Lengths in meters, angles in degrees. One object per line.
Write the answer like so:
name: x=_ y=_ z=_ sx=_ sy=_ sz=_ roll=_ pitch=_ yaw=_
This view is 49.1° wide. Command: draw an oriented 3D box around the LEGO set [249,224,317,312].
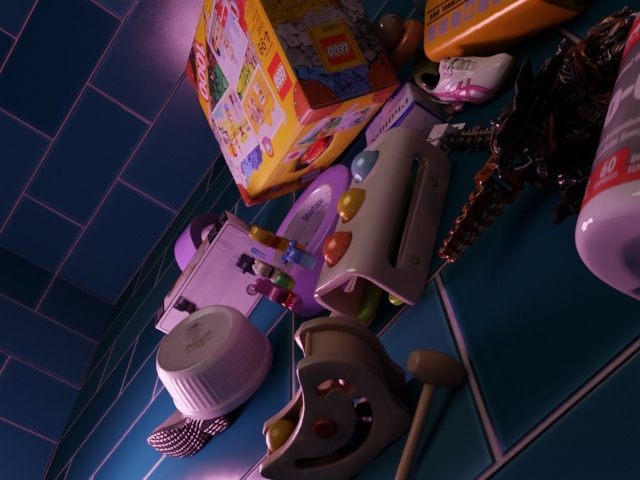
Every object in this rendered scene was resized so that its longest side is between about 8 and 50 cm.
LEGO set: x=-0.073 y=0.028 z=1.078 sx=0.087 sy=0.093 sz=0.227 roll=-63 pitch=13 yaw=2

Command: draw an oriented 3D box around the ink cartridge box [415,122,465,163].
ink cartridge box: x=0.192 y=-0.159 z=1.121 sx=0.083 sy=0.028 sz=0.048 roll=-59 pitch=18 yaw=-5

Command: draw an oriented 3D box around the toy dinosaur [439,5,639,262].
toy dinosaur: x=0.254 y=-0.105 z=0.762 sx=0.218 sy=0.165 sz=0.321 roll=-73 pitch=0 yaw=-77

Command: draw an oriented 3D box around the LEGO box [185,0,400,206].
LEGO box: x=-0.087 y=-0.337 z=1.429 sx=0.193 sy=0.372 sz=0.500 roll=-21 pitch=-9 yaw=-23

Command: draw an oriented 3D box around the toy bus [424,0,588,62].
toy bus: x=0.287 y=-0.372 z=1.039 sx=0.333 sy=0.108 sz=0.130 roll=170 pitch=105 yaw=-65

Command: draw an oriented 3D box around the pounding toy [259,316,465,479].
pounding toy: x=0.019 y=0.197 z=0.788 sx=0.269 sy=0.154 sz=0.154 roll=-49 pitch=20 yaw=26

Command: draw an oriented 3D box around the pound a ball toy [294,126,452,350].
pound a ball toy: x=0.056 y=0.005 z=1.038 sx=0.208 sy=0.136 sz=0.319 roll=-34 pitch=29 yaw=51

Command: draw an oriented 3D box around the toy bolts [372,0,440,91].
toy bolts: x=0.211 y=-0.434 z=1.309 sx=0.218 sy=0.159 sz=0.228 roll=-37 pitch=28 yaw=49

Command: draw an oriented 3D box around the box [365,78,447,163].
box: x=0.147 y=-0.200 z=1.237 sx=0.126 sy=0.072 sz=0.137 roll=-50 pitch=20 yaw=24

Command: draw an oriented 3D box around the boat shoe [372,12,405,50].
boat shoe: x=0.122 y=-0.471 z=1.744 sx=0.228 sy=0.081 sz=0.068 roll=-42 pitch=20 yaw=22

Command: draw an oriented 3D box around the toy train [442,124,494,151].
toy train: x=0.227 y=-0.150 z=1.023 sx=0.036 sy=0.027 sz=0.158 roll=-48 pitch=17 yaw=-5

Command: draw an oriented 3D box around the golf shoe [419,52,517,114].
golf shoe: x=0.226 y=-0.254 z=1.100 sx=0.186 sy=0.086 sz=0.067 roll=-15 pitch=45 yaw=63

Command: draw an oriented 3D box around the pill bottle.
pill bottle: x=0.302 y=-0.100 z=0.522 sx=0.161 sy=0.161 sz=0.283 roll=-25 pitch=38 yaw=60

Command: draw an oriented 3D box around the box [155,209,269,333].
box: x=-0.219 y=0.100 z=1.556 sx=0.290 sy=0.169 sz=0.087 roll=-54 pitch=21 yaw=8

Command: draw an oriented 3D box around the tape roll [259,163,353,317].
tape roll: x=0.000 y=0.000 z=1.269 sx=0.275 sy=0.090 sz=0.274 roll=-48 pitch=21 yaw=25

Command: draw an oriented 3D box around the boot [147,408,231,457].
boot: x=-0.233 y=0.324 z=1.390 sx=0.247 sy=0.083 sz=0.161 roll=-36 pitch=23 yaw=34

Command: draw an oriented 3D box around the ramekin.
ramekin: x=-0.201 y=0.213 z=1.284 sx=0.207 sy=0.109 sz=0.207 roll=-23 pitch=31 yaw=15

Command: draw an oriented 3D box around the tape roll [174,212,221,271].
tape roll: x=-0.257 y=0.029 z=1.730 sx=0.080 sy=0.189 sz=0.189 roll=-45 pitch=22 yaw=33
